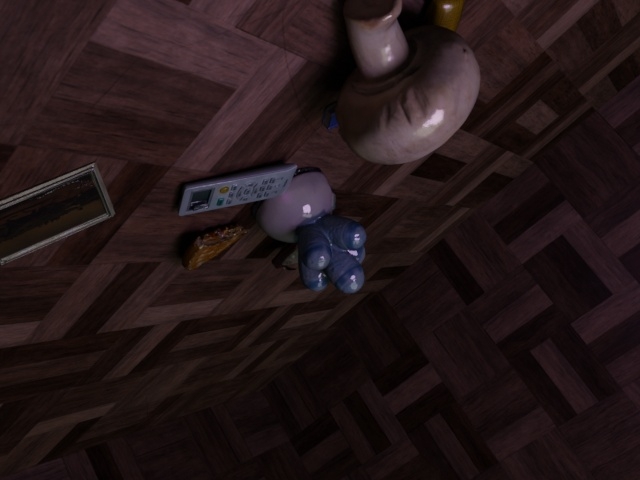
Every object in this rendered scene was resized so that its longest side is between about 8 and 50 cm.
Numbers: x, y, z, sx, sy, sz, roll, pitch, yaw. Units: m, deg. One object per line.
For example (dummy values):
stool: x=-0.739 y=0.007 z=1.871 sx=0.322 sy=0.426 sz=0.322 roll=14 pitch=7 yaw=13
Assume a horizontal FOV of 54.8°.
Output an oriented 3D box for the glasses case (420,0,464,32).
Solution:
glasses case: x=0.253 y=-0.451 z=1.357 sx=0.079 sy=0.064 sz=0.234 roll=-20 pitch=159 yaw=-16

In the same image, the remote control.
remote control: x=-0.192 y=-0.126 z=1.442 sx=0.294 sy=0.051 sz=0.103 roll=-17 pitch=154 yaw=-32

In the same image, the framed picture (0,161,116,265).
framed picture: x=-0.521 y=-0.043 z=1.166 sx=0.252 sy=0.014 sz=0.197 roll=-27 pitch=160 yaw=-18

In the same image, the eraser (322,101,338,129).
eraser: x=0.049 y=-0.299 z=1.445 sx=0.085 sy=0.027 sz=0.063 roll=-28 pitch=161 yaw=-18

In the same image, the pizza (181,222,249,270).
pizza: x=-0.273 y=-0.001 z=1.599 sx=0.199 sy=0.062 sz=0.188 roll=-29 pitch=173 yaw=-33

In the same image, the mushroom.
mushroom: x=0.182 y=-0.314 z=1.235 sx=0.315 sy=0.315 sz=0.356 roll=-24 pitch=159 yaw=-27

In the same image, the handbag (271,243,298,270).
handbag: x=-0.014 y=0.007 z=1.923 sx=0.235 sy=0.127 sz=0.213 roll=-40 pitch=162 yaw=23

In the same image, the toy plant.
toy plant: x=0.000 y=0.000 z=1.625 sx=0.247 sy=0.332 sz=0.247 roll=-32 pitch=160 yaw=-13
